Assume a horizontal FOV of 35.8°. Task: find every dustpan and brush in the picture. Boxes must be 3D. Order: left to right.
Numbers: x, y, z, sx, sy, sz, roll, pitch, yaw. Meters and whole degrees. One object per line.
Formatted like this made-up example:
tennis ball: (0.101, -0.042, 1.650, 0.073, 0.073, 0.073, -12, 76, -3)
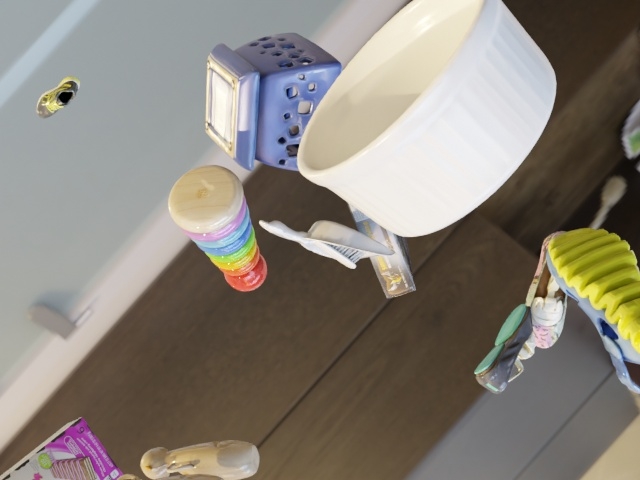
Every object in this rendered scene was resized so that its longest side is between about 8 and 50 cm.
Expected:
dustpan and brush: (0.000, 0.000, 1.589, 0.211, 0.060, 0.147, 31, 164, -20)

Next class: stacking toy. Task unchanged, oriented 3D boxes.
stacking toy: (-0.182, -0.001, 1.914, 0.141, 0.141, 0.330, 42, 165, 29)

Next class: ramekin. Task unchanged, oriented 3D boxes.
ramekin: (0.116, -0.136, 1.050, 0.135, 0.277, 0.277, 39, -179, -20)

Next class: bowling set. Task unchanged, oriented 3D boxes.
bowling set: (-0.171, 0.356, 1.130, 0.287, 0.154, 0.200, -10, -86, -74)

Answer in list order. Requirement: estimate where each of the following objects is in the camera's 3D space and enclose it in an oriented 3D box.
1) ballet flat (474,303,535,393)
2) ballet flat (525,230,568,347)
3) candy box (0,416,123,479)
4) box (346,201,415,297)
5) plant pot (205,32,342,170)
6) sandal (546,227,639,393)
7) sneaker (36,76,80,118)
ballet flat: (0.338, 0.197, 1.754, 0.074, 0.203, 0.074, 20, 134, 23)
ballet flat: (0.427, 0.087, 1.826, 0.076, 0.222, 0.079, 13, 174, 3)
candy box: (-0.540, 0.495, 2.028, 0.071, 0.233, 0.159, -29, 97, 44)
box: (0.100, -0.043, 1.746, 0.183, 0.056, 0.231, -94, -17, -55)
plant pot: (-0.105, -0.272, 1.975, 0.212, 0.236, 0.236, -8, -150, -26)
sandal: (0.420, 0.104, 1.409, 0.317, 0.126, 0.138, -117, 17, -47)
sneaker: (-0.383, -0.204, 1.435, 0.031, 0.083, 0.035, 38, -155, -30)
